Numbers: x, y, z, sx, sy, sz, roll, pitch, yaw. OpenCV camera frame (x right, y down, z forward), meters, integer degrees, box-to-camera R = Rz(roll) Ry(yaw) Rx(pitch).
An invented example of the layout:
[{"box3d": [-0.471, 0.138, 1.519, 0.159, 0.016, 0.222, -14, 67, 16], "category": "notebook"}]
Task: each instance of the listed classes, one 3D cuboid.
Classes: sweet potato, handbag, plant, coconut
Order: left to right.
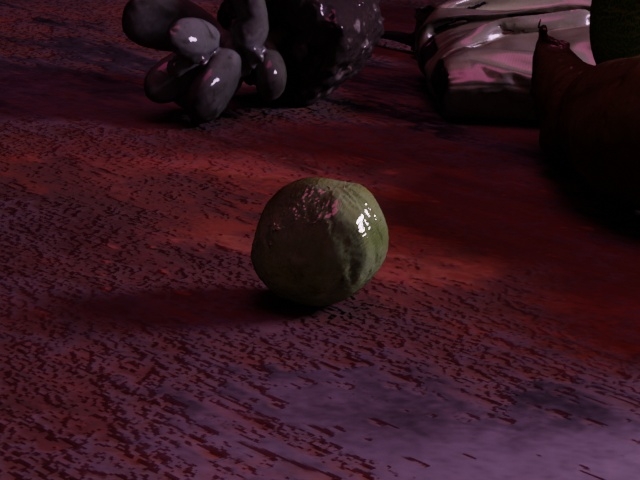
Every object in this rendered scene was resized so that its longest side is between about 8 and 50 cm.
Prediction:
[{"box3d": [-0.061, -0.196, 1.816, 0.146, 0.149, 0.274, 41, 39, 25], "category": "plant"}, {"box3d": [0.000, 0.000, 1.207, 0.088, 0.088, 0.096, 6, 20, 11], "category": "coconut"}, {"box3d": [0.229, -0.198, 1.956, 0.253, 0.109, 0.316, -2, 21, -4], "category": "handbag"}, {"box3d": [0.248, -0.102, 1.556, 0.130, 0.130, 0.422, 1, 12, -9], "category": "sweet potato"}]

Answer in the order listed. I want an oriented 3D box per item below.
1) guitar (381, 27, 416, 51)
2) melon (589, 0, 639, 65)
[{"box3d": [0.113, -0.245, 2.244, 0.084, 0.038, 0.271, -7, 18, -40], "category": "guitar"}, {"box3d": [0.313, -0.159, 1.709, 0.129, 0.265, 0.169, -51, 35, -15], "category": "melon"}]
